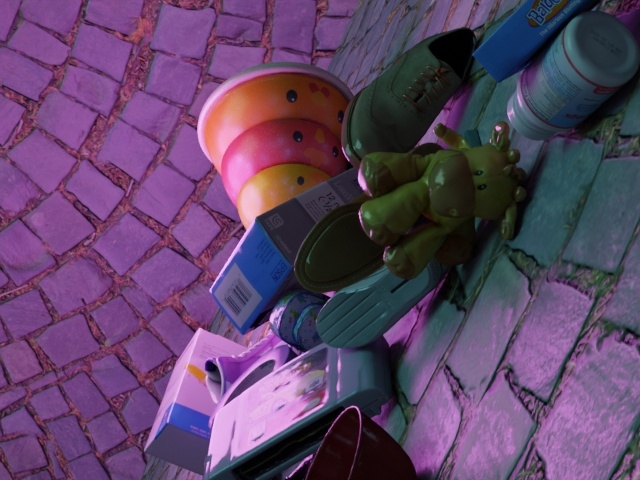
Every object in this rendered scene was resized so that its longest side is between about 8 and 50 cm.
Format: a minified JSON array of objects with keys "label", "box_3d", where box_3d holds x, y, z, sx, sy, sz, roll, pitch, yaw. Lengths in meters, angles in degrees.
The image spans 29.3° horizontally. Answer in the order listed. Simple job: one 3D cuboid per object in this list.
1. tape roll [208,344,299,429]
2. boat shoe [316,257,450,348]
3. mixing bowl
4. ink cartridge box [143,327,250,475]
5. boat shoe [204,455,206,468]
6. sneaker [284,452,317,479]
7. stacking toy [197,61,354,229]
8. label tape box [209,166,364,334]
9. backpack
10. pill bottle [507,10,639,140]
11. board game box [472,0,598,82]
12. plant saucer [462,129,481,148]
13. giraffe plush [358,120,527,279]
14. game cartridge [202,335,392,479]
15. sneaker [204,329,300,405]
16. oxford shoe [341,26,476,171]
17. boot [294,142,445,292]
[{"label":"tape roll","box_3d":[-0.093,0.268,2.033,0.189,0.080,0.189,-43,12,11]},{"label":"boat shoe","box_3d":[0.091,0.080,1.643,0.226,0.083,0.076,-32,-9,39]},{"label":"mixing bowl","box_3d":[0.048,0.288,1.376,0.181,0.098,0.181,-157,90,-81]},{"label":"ink cartridge box","box_3d":[-0.229,0.335,2.506,0.171,0.168,0.232,-52,17,53]},{"label":"boat shoe","box_3d":[-0.141,0.429,1.995,0.324,0.123,0.116,-83,3,-79]},{"label":"sneaker","box_3d":[-0.084,0.381,1.664,0.106,0.162,0.281,178,115,-79]},{"label":"stacking toy","box_3d":[-0.060,-0.096,2.508,0.350,0.351,0.480,123,147,-42]},{"label":"label tape box","box_3d":[0.000,0.000,2.140,0.348,0.115,0.249,-26,-17,-36]},{"label":"backpack","box_3d":[-0.018,0.135,2.022,0.105,0.114,0.084,-64,23,2]},{"label":"pill bottle","box_3d":[0.267,-0.172,1.322,0.160,0.087,0.087,131,160,-61]},{"label":"board game box","box_3d":[0.273,-0.268,1.326,0.210,0.047,0.160,-44,-5,28]},{"label":"plant saucer","box_3d":[0.203,-0.096,1.689,0.192,0.018,0.067,-91,26,-65]},{"label":"giraffe plush","box_3d":[0.168,-0.057,1.473,0.210,0.181,0.170,-33,10,-21]},{"label":"game cartridge","box_3d":[-0.035,0.233,1.693,0.294,0.060,0.196,-32,16,14]},{"label":"sneaker","box_3d":[-0.128,0.221,2.276,0.282,0.161,0.102,-80,15,-58]},{"label":"oxford shoe","box_3d":[0.140,-0.229,1.897,0.130,0.123,0.348,-38,15,46]},{"label":"boot","box_3d":[0.072,-0.025,1.780,0.283,0.109,0.220,-50,-2,-7]}]
